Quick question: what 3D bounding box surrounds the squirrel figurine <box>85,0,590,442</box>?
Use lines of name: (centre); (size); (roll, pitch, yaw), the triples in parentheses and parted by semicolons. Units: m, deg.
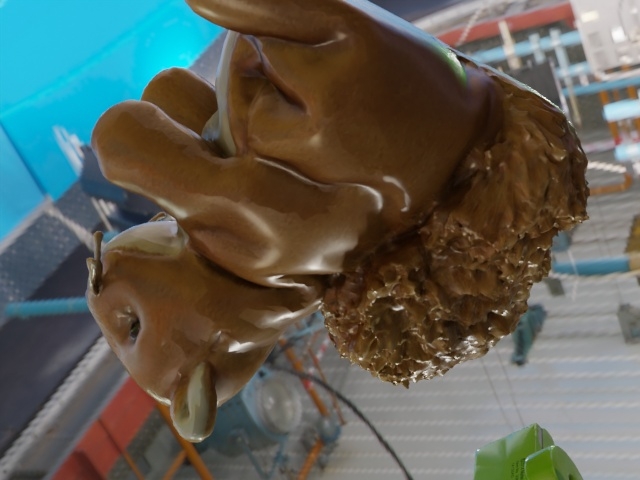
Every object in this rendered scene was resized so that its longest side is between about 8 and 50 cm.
squirrel figurine: (0.000, 0.000, 0.815); (0.370, 0.397, 0.281); (-63, -173, 14)

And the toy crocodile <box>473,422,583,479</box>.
toy crocodile: (0.149, 0.244, 0.714); (0.115, 0.105, 0.340); (-32, -167, 16)
